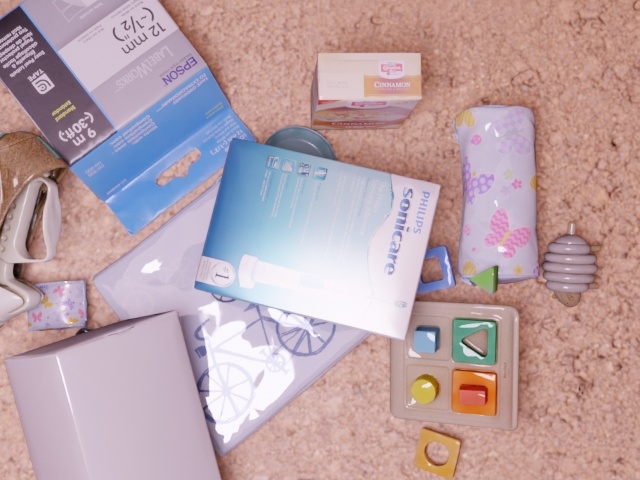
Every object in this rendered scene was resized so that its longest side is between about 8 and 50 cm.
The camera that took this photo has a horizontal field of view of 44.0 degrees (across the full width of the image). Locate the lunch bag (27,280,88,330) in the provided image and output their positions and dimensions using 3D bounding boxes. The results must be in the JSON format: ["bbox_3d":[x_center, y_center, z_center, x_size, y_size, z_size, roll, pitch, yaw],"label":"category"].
[{"bbox_3d":[-0.383,0.097,1.164,0.083,0.053,0.071,-7,84,5],"label":"lunch bag"}]

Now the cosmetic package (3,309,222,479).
[{"bbox_3d":[-0.255,0.297,1.048,0.197,0.155,0.366,-15,91,-47],"label":"cosmetic package"}]

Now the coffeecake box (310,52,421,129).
[{"bbox_3d":[0.060,-0.213,1.153,0.142,0.185,0.068,-1,85,-4],"label":"coffeecake box"}]

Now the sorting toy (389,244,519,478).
[{"bbox_3d":[0.187,0.182,1.144,0.195,0.047,0.348,2,96,24],"label":"sorting toy"}]

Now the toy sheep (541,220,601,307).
[{"bbox_3d":[0.381,0.036,1.207,0.091,0.091,0.132,0,91,-4],"label":"toy sheep"}]

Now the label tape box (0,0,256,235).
[{"bbox_3d":[-0.295,-0.220,1.166,0.249,0.115,0.348,-38,87,-6],"label":"label tape box"}]

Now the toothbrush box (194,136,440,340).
[{"bbox_3d":[0.000,0.000,1.105,0.295,0.126,0.217,12,87,6],"label":"toothbrush box"}]

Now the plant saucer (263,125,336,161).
[{"bbox_3d":[-0.035,-0.116,1.211,0.119,0.021,0.119,3,73,-11],"label":"plant saucer"}]

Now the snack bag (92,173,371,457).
[{"bbox_3d":[-0.129,0.093,1.190,0.323,0.037,0.342,-40,86,-7],"label":"snack bag"}]

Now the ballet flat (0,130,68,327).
[{"bbox_3d":[-0.433,0.021,1.105,0.124,0.116,0.343,22,95,12],"label":"ballet flat"}]

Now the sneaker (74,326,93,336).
[{"bbox_3d":[-0.355,0.186,1.155,0.047,0.057,0.119,12,83,-1],"label":"sneaker"}]

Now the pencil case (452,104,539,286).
[{"bbox_3d":[0.264,-0.068,1.193,0.124,0.113,0.273,-2,85,10],"label":"pencil case"}]
